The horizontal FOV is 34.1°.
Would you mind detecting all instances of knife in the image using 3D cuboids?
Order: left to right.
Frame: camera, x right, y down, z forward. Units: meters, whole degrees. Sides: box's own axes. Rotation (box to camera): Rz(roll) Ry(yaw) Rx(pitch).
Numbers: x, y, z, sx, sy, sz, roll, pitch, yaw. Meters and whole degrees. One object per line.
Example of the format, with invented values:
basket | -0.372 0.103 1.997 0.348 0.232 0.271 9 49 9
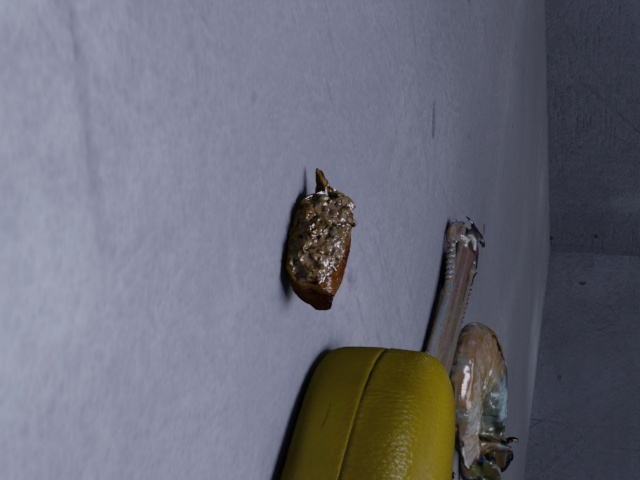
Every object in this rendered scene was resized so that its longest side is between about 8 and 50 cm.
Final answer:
knife | 0.186 0.112 1.573 0.089 0.043 0.365 44 45 -25

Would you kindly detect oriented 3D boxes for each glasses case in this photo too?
glasses case | 0.039 0.252 0.913 0.173 0.141 0.371 74 25 -48

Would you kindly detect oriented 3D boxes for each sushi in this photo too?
sushi | 0.000 0.000 0.886 0.055 0.052 0.120 97 9 -58

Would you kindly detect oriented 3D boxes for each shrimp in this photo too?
shrimp | 0.276 0.315 1.817 0.445 0.110 0.221 70 29 -50

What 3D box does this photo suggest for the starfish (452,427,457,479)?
starfish | 0.176 0.394 1.600 0.240 0.043 0.227 22 71 -68
